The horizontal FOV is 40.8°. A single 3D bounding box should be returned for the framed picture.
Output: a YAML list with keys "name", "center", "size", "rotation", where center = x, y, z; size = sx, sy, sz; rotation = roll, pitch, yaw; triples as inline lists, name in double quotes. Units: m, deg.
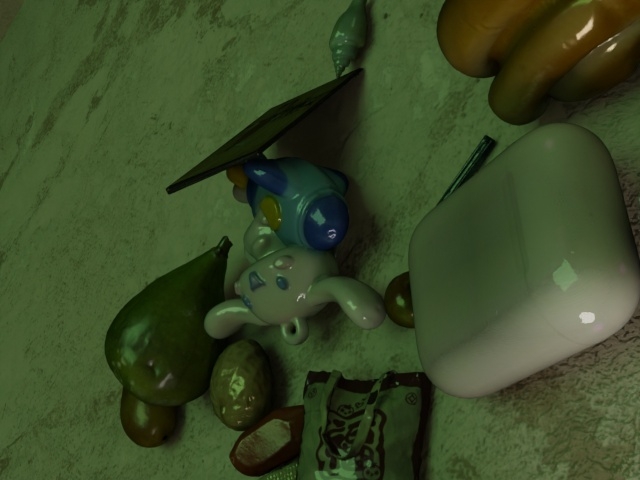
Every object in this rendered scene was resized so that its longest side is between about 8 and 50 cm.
- name: "framed picture"
  center: [-0.097, -0.198, 1.534]
  size: [0.255, 0.014, 0.338]
  rotation: [-16, 22, 44]

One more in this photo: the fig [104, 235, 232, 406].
- name: "fig"
  center: [-0.248, 0.169, 1.621]
  size: [0.314, 0.233, 0.233]
  rotation: [-35, 40, -16]

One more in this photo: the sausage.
- name: "sausage"
  center: [-0.078, 0.338, 1.449]
  size: [0.179, 0.089, 0.089]
  rotation: [-40, 50, 20]

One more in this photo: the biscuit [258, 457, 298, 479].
- name: "biscuit"
  center: [-0.037, 0.439, 1.393]
  size: [0.252, 0.052, 0.150]
  rotation: [-35, 50, 33]

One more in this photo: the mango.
- name: "mango"
  center: [-0.355, 0.319, 1.753]
  size: [0.136, 0.099, 0.227]
  rotation: [-58, 34, 26]

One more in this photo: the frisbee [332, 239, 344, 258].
- name: "frisbee"
  center: [0.000, 0.000, 1.531]
  size: [0.110, 0.014, 0.110]
  rotation: [-19, 64, 43]

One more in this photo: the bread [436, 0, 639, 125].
- name: "bread"
  center: [0.363, -0.336, 1.127]
  size: [0.424, 0.329, 0.245]
  rotation: [-35, 94, 34]

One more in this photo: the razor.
- name: "razor"
  center: [0.208, -0.076, 1.316]
  size: [0.190, 0.033, 0.066]
  rotation: [-59, 44, 14]

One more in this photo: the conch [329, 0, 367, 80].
- name: "conch"
  center: [0.054, -0.369, 1.573]
  size: [0.065, 0.088, 0.180]
  rotation: [16, 75, 7]

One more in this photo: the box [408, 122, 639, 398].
- name: "box"
  center: [0.247, 0.033, 1.113]
  size: [0.349, 0.141, 0.288]
  rotation: [-43, 40, 48]

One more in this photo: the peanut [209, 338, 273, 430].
- name: "peanut"
  center: [-0.139, 0.258, 1.520]
  size: [0.140, 0.109, 0.159]
  rotation: [106, 162, -49]

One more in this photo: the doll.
- name: "doll"
  center: [-0.060, -0.007, 1.445]
  size: [0.376, 0.187, 0.365]
  rotation: [-7, 78, 24]

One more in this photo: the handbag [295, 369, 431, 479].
- name: "handbag"
  center: [0.055, 0.308, 1.273]
  size: [0.213, 0.127, 0.234]
  rotation: [-1, 70, 22]

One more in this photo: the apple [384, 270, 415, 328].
- name: "apple"
  center: [0.140, 0.090, 1.295]
  size: [0.074, 0.090, 0.089]
  rotation: [85, 164, -50]
